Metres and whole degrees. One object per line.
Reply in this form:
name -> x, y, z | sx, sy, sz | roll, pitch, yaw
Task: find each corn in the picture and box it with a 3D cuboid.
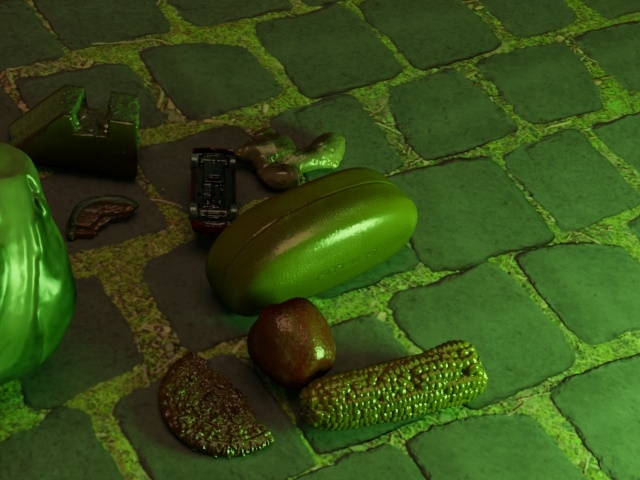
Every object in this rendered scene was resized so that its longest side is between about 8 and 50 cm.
corn -> 0.110, 0.227, 1.918 | 0.313, 0.102, 0.102 | -14, 50, -20

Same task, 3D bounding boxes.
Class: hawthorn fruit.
hawthorn fruit -> -0.041, 0.161, 1.937 | 0.133, 0.133, 0.138 | -14, 66, -23

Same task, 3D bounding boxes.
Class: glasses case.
glasses case -> 0.000, 0.000, 2.061 | 0.371, 0.173, 0.141 | -24, 51, -30

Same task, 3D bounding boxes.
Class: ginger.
ginger -> -0.052, -0.161, 2.291 | 0.214, 0.059, 0.133 | -29, 62, -31

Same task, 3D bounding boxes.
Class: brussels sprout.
brussels sprout -> -0.492, 0.049, 1.784 | 0.276, 0.371, 0.315 | -4, 46, -28

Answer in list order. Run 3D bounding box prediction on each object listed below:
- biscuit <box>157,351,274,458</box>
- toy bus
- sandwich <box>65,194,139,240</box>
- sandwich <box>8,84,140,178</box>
biscuit -> -0.169, 0.253, 1.887 | 0.126, 0.025, 0.206 | -29, 57, -32
toy bus -> -0.184, -0.071, 2.156 | 0.081, 0.089, 0.195 | 2, 45, -8
sandwich -> -0.376, -0.044, 2.136 | 0.135, 0.029, 0.067 | -29, 56, -32
sandwich -> -0.430, -0.192, 2.207 | 0.236, 0.128, 0.122 | 5, 37, -6
